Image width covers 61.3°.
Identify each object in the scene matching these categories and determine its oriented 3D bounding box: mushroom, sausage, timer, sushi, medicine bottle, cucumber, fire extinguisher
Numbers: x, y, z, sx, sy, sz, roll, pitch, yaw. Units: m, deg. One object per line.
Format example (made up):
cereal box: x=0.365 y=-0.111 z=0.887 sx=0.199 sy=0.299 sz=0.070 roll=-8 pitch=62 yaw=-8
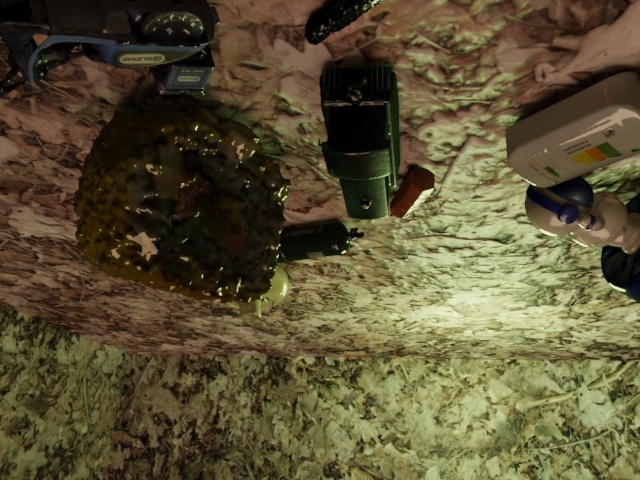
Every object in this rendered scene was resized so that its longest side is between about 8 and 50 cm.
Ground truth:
mushroom: x=-0.222 y=0.157 z=1.729 sx=0.246 sy=0.202 sz=0.246 roll=-5 pitch=154 yaw=-3
sausage: x=0.205 y=-0.100 z=1.233 sx=0.065 sy=0.065 sz=0.169 roll=9 pitch=156 yaw=-9
timer: x=0.615 y=-0.032 z=1.136 sx=0.384 sy=0.270 sz=0.270 roll=22 pitch=154 yaw=-3
sushi: x=-0.260 y=-0.071 z=1.060 sx=0.240 sy=0.351 sz=0.397 roll=5 pitch=166 yaw=41
medicine bottle: x=0.479 y=-0.192 z=0.919 sx=0.161 sy=0.111 sz=0.296 roll=22 pitch=150 yaw=-34
cucumber: x=0.073 y=-0.345 z=0.736 sx=0.044 sy=0.043 sz=0.257 roll=19 pitch=152 yaw=-39
fire extinguisher: x=0.000 y=0.000 z=1.469 sx=0.295 sy=0.093 sz=0.118 roll=-9 pitch=178 yaw=27

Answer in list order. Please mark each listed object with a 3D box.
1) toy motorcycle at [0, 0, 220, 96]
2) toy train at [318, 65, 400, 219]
toy motorcycle: x=-0.311 y=-0.279 z=0.739 sx=0.359 sy=0.125 sz=0.213 roll=-9 pitch=162 yaw=-33
toy train: x=0.074 y=-0.160 z=0.985 sx=0.139 sy=0.178 sz=0.330 roll=0 pitch=154 yaw=10
